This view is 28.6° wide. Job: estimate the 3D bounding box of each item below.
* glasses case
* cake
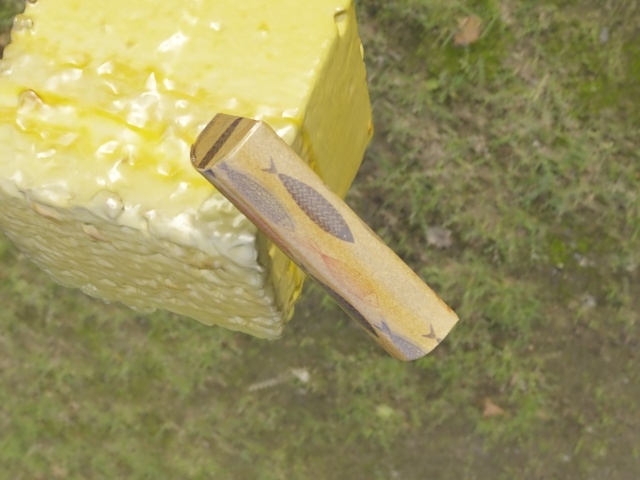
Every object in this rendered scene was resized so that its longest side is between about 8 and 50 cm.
[{"bbox_3d":[0.000,0.000,0.701,0.170,0.041,0.064,44,170,-26],"label":"glasses case"},{"bbox_3d":[-0.087,-0.102,0.918,0.222,0.286,0.227,16,161,12],"label":"cake"}]
